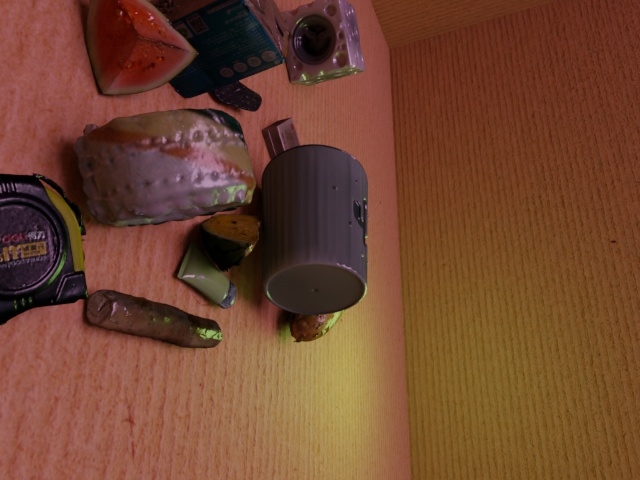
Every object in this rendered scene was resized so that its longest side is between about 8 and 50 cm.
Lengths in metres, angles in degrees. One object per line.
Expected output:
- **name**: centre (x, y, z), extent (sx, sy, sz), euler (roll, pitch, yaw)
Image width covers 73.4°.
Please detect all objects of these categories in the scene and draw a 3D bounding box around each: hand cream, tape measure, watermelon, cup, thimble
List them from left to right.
- **tape measure**: centre (-0.393, 0.006, 0.530), extent (0.199, 0.112, 0.186), euler (-20, 114, -63)
- **watermelon**: centre (-0.344, -0.372, 0.779), extent (0.145, 0.192, 0.137), euler (55, -20, 4)
- **thimble**: centre (-0.260, -0.120, 0.751), extent (0.288, 0.254, 0.168), euler (-13, 92, -41)
- **hand cream**: centre (-0.253, 0.089, 0.975), extent (0.175, 0.045, 0.095), euler (52, 38, -41)
- **watermelon**: centre (-0.200, -0.007, 0.994), extent (0.301, 0.128, 0.123), euler (-113, -179, -75)
- **cup**: centre (0.015, -0.012, 1.197), extent (0.400, 0.310, 0.393), euler (29, 45, -34)

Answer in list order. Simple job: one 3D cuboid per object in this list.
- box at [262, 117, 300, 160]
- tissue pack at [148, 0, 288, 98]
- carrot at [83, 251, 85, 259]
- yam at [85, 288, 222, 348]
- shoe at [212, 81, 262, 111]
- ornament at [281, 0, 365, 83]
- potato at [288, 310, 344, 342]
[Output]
- **box**: centre (-0.111, -0.288, 1.413), extent (0.141, 0.058, 0.201), euler (-59, 138, -56)
- **tissue pack**: centre (-0.224, -0.440, 0.910), extent (0.192, 0.270, 0.134), euler (43, 41, -59)
- **carrot**: centre (-0.416, -0.023, 0.611), extent (0.191, 0.047, 0.047), euler (59, 32, -41)
- **yam**: centre (-0.295, 0.158, 0.816), extent (0.071, 0.067, 0.317), euler (-63, 150, -8)
- **shoe**: centre (-0.235, -0.396, 1.151), extent (0.179, 0.049, 0.071), euler (7, 113, -57)
- **ornament**: centre (0.011, -0.733, 1.607), extent (0.239, 0.239, 0.239), euler (-40, 121, -65)
- **potato**: centre (-0.005, 0.216, 1.367), extent (0.300, 0.172, 0.140), euler (-37, 112, -58)
